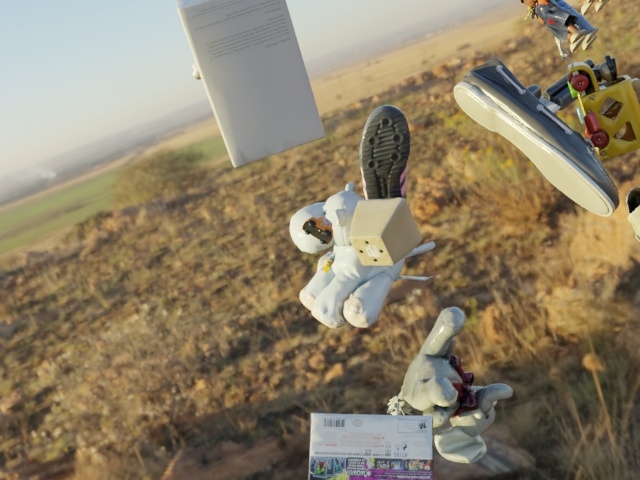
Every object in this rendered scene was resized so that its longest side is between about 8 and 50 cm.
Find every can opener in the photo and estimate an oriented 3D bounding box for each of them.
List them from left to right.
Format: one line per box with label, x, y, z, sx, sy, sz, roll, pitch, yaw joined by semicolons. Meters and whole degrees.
can opener;0.611;-0.389;2.086;0.283;0.095;0.076;-37;46;-10

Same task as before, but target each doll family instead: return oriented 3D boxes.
doll family;0.273;-0.286;0.931;0.076;0.111;0.193;-43;-17;-10

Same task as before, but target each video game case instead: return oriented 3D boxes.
video game case;0.093;0.428;1.495;0.232;0.210;0.042;0;-23;5

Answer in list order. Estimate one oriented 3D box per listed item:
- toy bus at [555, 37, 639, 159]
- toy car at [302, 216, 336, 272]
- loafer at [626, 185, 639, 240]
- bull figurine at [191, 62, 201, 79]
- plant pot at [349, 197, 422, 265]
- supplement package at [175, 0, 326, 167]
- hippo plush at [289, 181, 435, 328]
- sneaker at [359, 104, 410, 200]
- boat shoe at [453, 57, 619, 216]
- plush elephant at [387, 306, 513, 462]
toy bus;0.481;-0.238;1.351;0.104;0.202;0.191;-19;57;17
toy car;0.000;0.000;1.448;0.060;0.122;0.040;21;54;15
loafer;0.634;-0.031;1.524;0.102;0.092;0.268;-47;9;16
bull figurine;-0.159;-0.342;1.745;0.188;0.310;0.101;-15;20;44
plant pot;0.117;-0.009;1.573;0.109;0.109;0.096;0;40;37
supplement package;-0.125;-0.311;1.429;0.177;0.293;0.175;-19;28;-3
hippo plush;0.057;0.028;1.680;0.294;0.237;0.234;-14;35;21
sneaker;0.137;-0.170;1.783;0.112;0.319;0.131;-1;37;-1
boat shoe;0.364;-0.178;1.307;0.095;0.335;0.112;-43;-20;-7
plush elephant;0.343;0.385;1.993;0.272;0.255;0.330;-75;11;-47
